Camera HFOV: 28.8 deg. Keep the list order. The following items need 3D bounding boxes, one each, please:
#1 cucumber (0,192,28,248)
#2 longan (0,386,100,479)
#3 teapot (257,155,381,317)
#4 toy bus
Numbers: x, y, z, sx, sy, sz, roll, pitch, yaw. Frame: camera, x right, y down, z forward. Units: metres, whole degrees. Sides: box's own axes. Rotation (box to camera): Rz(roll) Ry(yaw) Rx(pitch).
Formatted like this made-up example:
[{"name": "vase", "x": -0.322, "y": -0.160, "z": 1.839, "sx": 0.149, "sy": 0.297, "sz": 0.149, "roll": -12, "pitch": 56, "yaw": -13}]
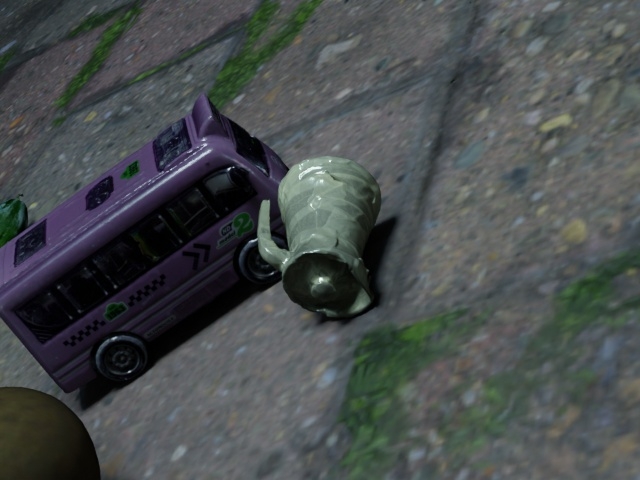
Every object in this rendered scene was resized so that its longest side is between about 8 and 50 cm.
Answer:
[{"name": "cucumber", "x": -0.260, "y": 0.017, "z": 0.964, "sx": 0.039, "sy": 0.039, "sz": 0.168, "roll": -17, "pitch": 36, "yaw": 36}, {"name": "longan", "x": -0.157, "y": 0.125, "z": 0.603, "sx": 0.113, "sy": 0.092, "sz": 0.113, "roll": -38, "pitch": 37, "yaw": 36}, {"name": "teapot", "x": 0.000, "y": 0.000, "z": 0.648, "sx": 0.083, "sy": 0.067, "sz": 0.057, "roll": -91, "pitch": 13, "yaw": -50}, {"name": "toy bus", "x": -0.099, "y": 0.001, "z": 0.721, "sx": 0.178, "sy": 0.098, "sz": 0.087, "roll": -34, "pitch": 26, "yaw": 5}]
